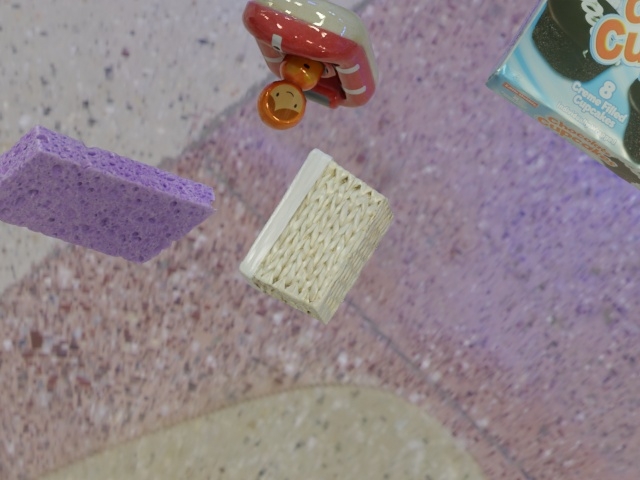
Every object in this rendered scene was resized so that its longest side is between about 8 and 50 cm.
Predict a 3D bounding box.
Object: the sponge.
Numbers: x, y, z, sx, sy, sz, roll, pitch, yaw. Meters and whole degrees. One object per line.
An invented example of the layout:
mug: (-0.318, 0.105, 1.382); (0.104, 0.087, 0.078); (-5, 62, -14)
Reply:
sponge: (-0.214, -0.039, 1.323); (0.210, 0.117, 0.031); (19, 48, -42)

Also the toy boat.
toy boat: (-0.026, -0.201, 1.671); (0.151, 0.231, 0.151); (23, 78, 17)

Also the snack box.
snack box: (0.341, -0.140, 1.333); (0.322, 0.060, 0.187); (33, 82, -2)

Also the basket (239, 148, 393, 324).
basket: (0.000, 0.000, 1.585); (0.103, 0.113, 0.167); (30, 83, 14)
